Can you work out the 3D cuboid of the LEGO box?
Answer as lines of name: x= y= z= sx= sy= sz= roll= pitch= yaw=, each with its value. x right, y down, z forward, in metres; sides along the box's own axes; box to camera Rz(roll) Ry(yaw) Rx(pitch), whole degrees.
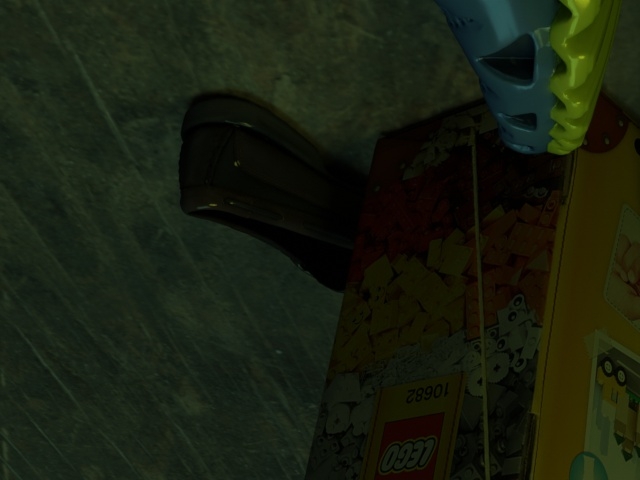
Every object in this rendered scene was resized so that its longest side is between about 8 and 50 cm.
LEGO box: x=0.243 y=0.171 z=1.149 sx=0.500 sy=0.372 sz=0.193 roll=34 pitch=146 yaw=-33

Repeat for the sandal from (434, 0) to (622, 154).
sandal: x=0.098 y=-0.170 z=0.862 sx=0.138 sy=0.126 sz=0.317 roll=7 pitch=144 yaw=19

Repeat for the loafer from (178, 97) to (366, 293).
loafer: x=0.000 y=0.000 z=1.226 sx=0.109 sy=0.095 sz=0.302 roll=-17 pitch=141 yaw=43
